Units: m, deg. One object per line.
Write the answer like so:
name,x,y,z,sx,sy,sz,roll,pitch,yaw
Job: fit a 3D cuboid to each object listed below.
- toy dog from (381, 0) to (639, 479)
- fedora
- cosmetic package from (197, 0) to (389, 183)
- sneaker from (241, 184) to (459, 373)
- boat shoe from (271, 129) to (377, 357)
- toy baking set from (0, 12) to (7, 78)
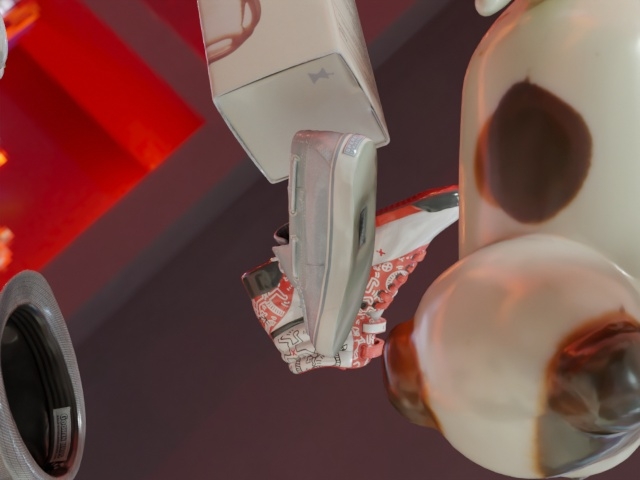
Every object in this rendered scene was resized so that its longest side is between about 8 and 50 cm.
toy dog,0.218,0.005,1.136,0.285,0.407,0.395,5,-32,28
fedora,-0.384,0.181,1.666,0.124,0.243,0.275,-10,-70,13
cosmetic package,-0.039,-0.224,1.350,0.153,0.129,0.296,57,17,-51
sneaker,0.060,0.049,1.515,0.145,0.270,0.090,65,12,-3
boat shoe,0.000,0.000,1.237,0.081,0.079,0.227,17,-55,18
toy baking set,-0.211,-0.192,0.743,0.256,0.030,0.196,126,-57,-73
